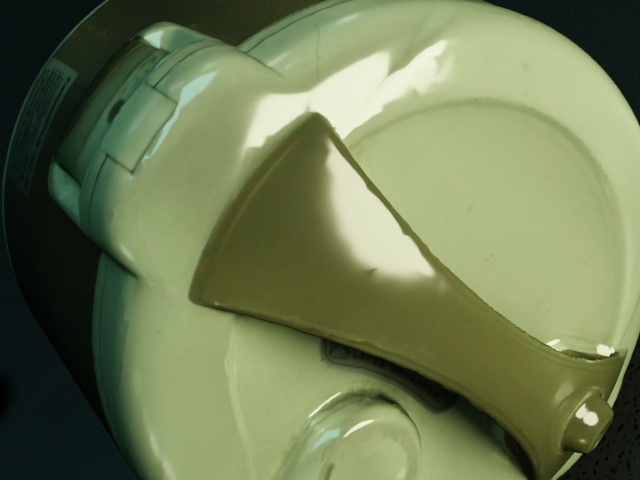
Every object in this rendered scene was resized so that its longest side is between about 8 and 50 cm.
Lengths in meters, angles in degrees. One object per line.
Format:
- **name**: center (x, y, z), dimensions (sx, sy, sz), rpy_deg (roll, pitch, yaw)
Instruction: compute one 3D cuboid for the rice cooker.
- **rice cooker**: center (0.000, 0.000, 0.601), dimensions (0.335, 0.335, 0.325), rpy_deg (-39, 32, -10)
